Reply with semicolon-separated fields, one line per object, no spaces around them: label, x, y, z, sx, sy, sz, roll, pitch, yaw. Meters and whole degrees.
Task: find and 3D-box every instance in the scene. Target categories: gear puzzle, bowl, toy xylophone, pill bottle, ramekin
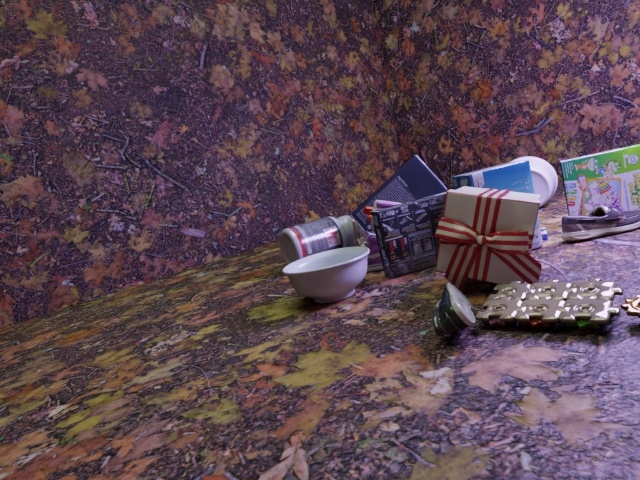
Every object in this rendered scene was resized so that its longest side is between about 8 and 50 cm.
gear puzzle;0.503;0.133;0.829;0.338;0.044;0.175;-8;17;42
bowl;0.032;0.123;1.386;0.297;0.134;0.298;-14;8;2
toy xylophone;0.249;-0.040;1.679;0.236;0.081;0.323;14;-29;11
pill bottle;0.000;0.000;2.042;0.362;0.211;0.210;-17;9;-26
ramekin;1.029;-0.273;2.070;0.272;0.273;0.127;-8;21;34

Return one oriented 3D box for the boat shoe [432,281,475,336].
boat shoe;0.292;0.152;0.930;0.079;0.084;0.233;-47;-9;18

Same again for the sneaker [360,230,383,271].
sneaker;0.161;0.045;1.628;0.281;0.161;0.102;-13;9;12

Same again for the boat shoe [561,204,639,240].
boat shoe;0.928;-0.070;1.355;0.284;0.093;0.103;-14;8;0

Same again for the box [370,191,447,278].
box;0.355;-0.023;1.473;0.307;0.243;0.076;-16;8;-10

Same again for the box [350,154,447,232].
box;0.371;-0.190;1.951;0.395;0.212;0.293;-43;-3;18

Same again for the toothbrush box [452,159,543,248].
toothbrush box;0.595;-0.099;1.398;0.216;0.296;0.126;-15;7;-6

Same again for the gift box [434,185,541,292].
gift box;0.467;0.000;1.131;0.254;0.277;0.258;6;13;29

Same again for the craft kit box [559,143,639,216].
craft kit box;1.028;-0.195;1.506;0.246;0.250;0.061;-11;8;26

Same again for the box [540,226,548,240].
box;0.777;-0.019;1.505;0.081;0.028;0.136;-10;6;26
